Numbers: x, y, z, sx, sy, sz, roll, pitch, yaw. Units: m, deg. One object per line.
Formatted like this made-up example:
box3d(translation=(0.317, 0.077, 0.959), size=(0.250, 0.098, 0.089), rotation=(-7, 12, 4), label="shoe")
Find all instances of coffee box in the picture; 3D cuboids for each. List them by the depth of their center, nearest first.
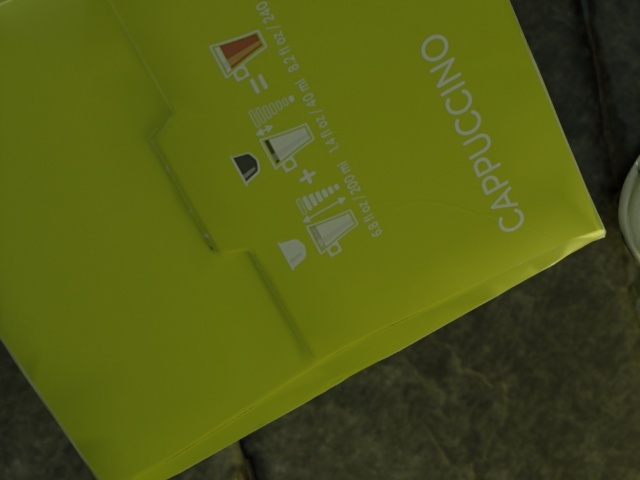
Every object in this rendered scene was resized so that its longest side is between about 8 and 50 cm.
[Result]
box3d(translation=(-0.081, -0.120, 1.089), size=(0.338, 0.334, 0.338), rotation=(-28, 124, -1), label="coffee box")

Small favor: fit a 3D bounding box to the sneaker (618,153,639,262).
box3d(translation=(0.351, -0.072, 1.321), size=(0.292, 0.118, 0.110), rotation=(-32, 105, 0), label="sneaker")
